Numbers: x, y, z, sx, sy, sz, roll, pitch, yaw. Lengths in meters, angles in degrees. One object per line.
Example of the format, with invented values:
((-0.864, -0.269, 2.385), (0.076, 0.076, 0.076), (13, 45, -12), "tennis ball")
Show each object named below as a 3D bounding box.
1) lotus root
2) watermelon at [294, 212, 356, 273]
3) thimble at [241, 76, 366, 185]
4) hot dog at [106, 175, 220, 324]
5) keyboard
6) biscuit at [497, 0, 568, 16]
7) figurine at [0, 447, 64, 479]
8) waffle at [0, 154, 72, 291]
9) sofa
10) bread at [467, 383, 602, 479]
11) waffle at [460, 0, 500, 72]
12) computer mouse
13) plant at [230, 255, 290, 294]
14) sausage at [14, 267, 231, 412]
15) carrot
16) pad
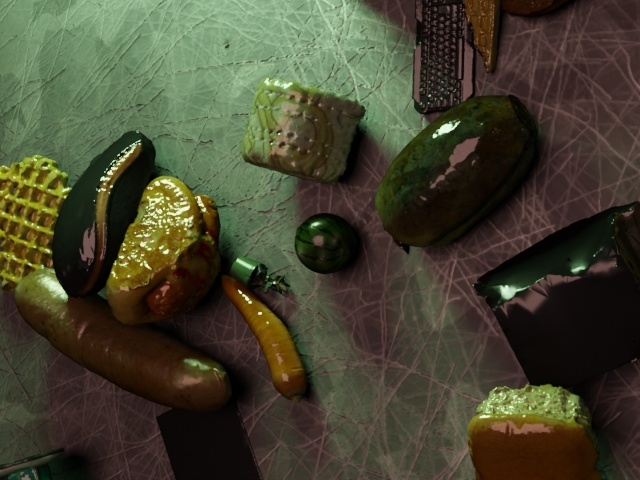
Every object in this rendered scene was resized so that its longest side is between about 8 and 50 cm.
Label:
((0.198, -0.106, 1.726), (0.275, 0.152, 0.160), (-43, 56, 17), "lotus root")
((0.003, 0.004, 1.858), (0.109, 0.109, 0.109), (-4, 82, 30), "watermelon")
((-0.028, -0.175, 1.879), (0.191, 0.137, 0.143), (15, 90, 16), "thimble")
((-0.247, 0.025, 1.954), (0.153, 0.150, 0.256), (13, 64, 12), "hot dog")
((0.194, -0.330, 1.833), (0.106, 0.016, 0.262), (-1, 83, 31), "keyboard")
((0.318, -0.439, 1.738), (0.212, 0.036, 0.212), (7, 101, 41), "biscuit")
((-0.483, 0.545, 2.019), (0.324, 0.231, 0.340), (-24, 80, 52), "figurine")
((-0.558, -0.034, 2.218), (0.249, 0.056, 0.253), (-43, 67, 19), "waffle")
((0.368, 0.084, 1.622), (0.258, 0.182, 0.200), (-29, 88, 25), "sofa")
((0.292, 0.299, 1.572), (0.174, 0.245, 0.121), (-4, 43, 12), "bread")
((0.236, -0.339, 1.795), (0.097, 0.023, 0.152), (18, 112, 45), "waffle")
((-0.384, -0.055, 2.021), (0.183, 0.116, 0.323), (-24, 45, 53), "computer mouse")
((-0.099, 0.065, 1.940), (0.102, 0.051, 0.051), (27, 98, 24), "plant")
((-0.346, 0.181, 2.023), (0.501, 0.123, 0.136), (25, 125, 31), "sausage")
((-0.089, 0.149, 1.921), (0.062, 0.066, 0.271), (-23, 65, -15), "carrot")
((-0.183, 0.382, 1.973), (0.170, 0.006, 0.245), (-30, 71, 23), "pad")
